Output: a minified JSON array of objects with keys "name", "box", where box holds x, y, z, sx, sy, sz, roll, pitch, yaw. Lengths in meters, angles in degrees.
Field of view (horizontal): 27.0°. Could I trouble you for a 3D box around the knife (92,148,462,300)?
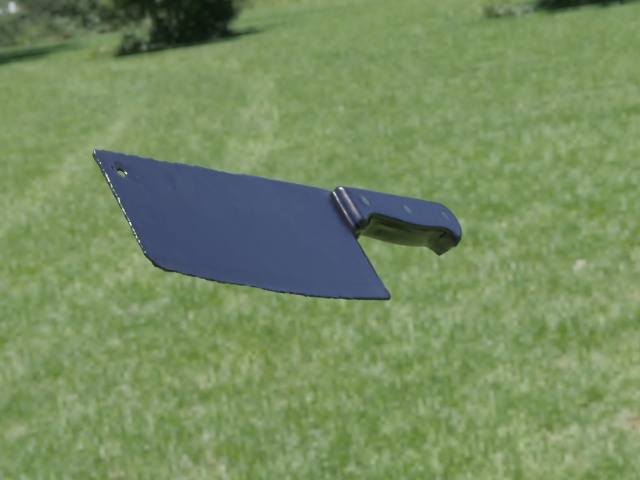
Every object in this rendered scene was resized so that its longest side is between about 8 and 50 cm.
[{"name":"knife","box":[0.000,0.000,0.614,0.245,0.072,0.019,6,-43,-50]}]
